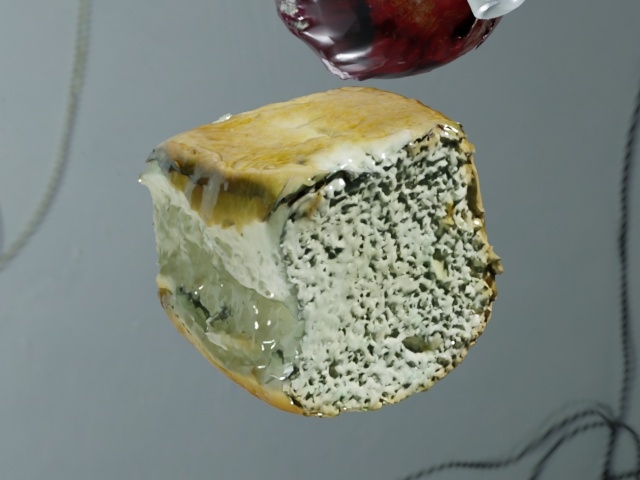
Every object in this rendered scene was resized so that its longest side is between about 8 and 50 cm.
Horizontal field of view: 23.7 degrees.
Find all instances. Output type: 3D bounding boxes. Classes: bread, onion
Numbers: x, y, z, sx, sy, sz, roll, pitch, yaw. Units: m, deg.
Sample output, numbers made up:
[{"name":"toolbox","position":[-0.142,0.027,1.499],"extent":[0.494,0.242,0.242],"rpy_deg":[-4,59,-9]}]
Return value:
[{"name":"bread","position":[-0.001,0.001,0.434],"extent":[0.083,0.070,0.077],"rpy_deg":[-21,117,-30]},{"name":"onion","position":[0.073,-0.243,1.181],"extent":[0.252,0.219,0.252],"rpy_deg":[-16,120,-30]}]

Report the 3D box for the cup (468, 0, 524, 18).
[{"name":"cup","position":[0.206,-0.196,0.786],"extent":[0.299,0.173,0.167],"rpy_deg":[-26,167,20]}]
